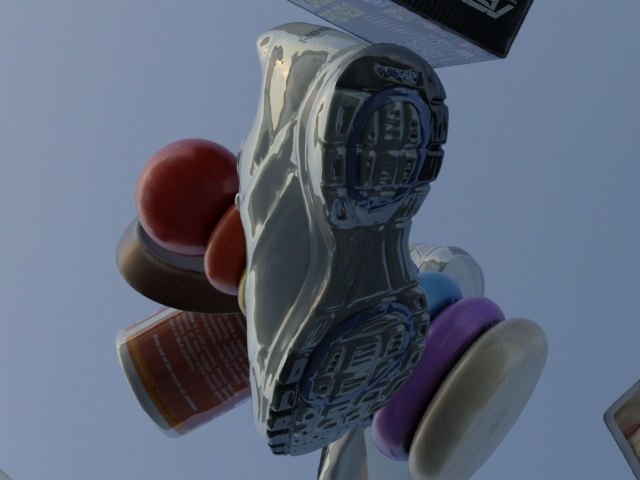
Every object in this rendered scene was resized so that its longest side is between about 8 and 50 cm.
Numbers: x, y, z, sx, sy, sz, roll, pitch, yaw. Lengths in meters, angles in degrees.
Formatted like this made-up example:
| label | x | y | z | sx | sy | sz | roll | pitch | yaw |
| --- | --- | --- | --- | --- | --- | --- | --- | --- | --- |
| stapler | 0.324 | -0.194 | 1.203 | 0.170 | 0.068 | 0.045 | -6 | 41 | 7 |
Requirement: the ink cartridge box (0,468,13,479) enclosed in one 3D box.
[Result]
| label | x | y | z | sx | sy | sz | roll | pitch | yaw |
| --- | --- | --- | --- | --- | --- | --- | --- | --- | --- |
| ink cartridge box | -0.255 | 0.145 | 0.755 | 0.171 | 0.168 | 0.232 | -58 | -148 | -6 |

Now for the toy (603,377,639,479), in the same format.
| label | x | y | z | sx | sy | sz | roll | pitch | yaw |
| --- | --- | --- | --- | --- | --- | --- | --- | --- | --- |
| toy | 0.230 | 0.125 | 0.751 | 0.056 | 0.137 | 0.237 | 18 | -36 | 57 |

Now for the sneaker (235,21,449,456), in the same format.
| label | x | y | z | sx | sy | sz | roll | pitch | yaw |
| --- | --- | --- | --- | --- | --- | --- | --- | --- | --- |
| sneaker | 0.000 | 0.000 | 1.020 | 0.129 | 0.111 | 0.297 | 39 | -52 | 45 |

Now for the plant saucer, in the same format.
| label | x | y | z | sx | sy | sz | roll | pitch | yaw |
| --- | --- | --- | --- | --- | --- | --- | --- | --- | --- |
| plant saucer | -0.085 | 0.001 | 1.338 | 0.168 | 0.168 | 0.029 | 20 | -53 | 22 |

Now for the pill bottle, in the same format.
| label | x | y | z | sx | sy | sz | roll | pitch | yaw |
| --- | --- | --- | --- | --- | --- | --- | --- | --- | --- |
| pill bottle | -0.078 | 0.092 | 1.559 | 0.216 | 0.121 | 0.121 | -28 | -92 | 5 |

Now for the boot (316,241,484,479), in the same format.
| label | x | y | z | sx | sy | sz | roll | pitch | yaw |
| --- | --- | --- | --- | --- | --- | --- | --- | --- | --- |
| boot | 0.042 | 0.118 | 1.402 | 0.123 | 0.095 | 0.258 | 11 | -111 | 50 |

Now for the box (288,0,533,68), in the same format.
| label | x | y | z | sx | sy | sz | roll | pitch | yaw |
| --- | --- | --- | --- | --- | --- | --- | --- | --- | --- |
| box | 0.019 | -0.198 | 1.155 | 0.216 | 0.270 | 0.060 | 26 | -90 | -10 |

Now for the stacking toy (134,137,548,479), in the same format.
| label | x | y | z | sx | sy | sz | roll | pitch | yaw |
| --- | --- | --- | --- | --- | --- | --- | --- | --- | --- |
| stacking toy | -0.005 | 0.038 | 1.175 | 0.330 | 0.141 | 0.141 | 34 | -65 | 20 |
